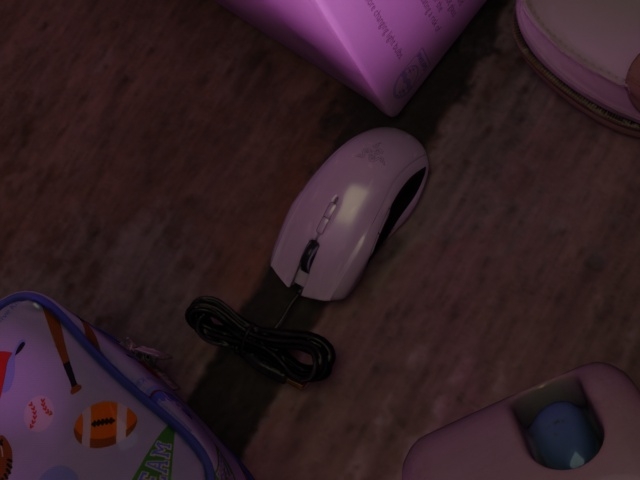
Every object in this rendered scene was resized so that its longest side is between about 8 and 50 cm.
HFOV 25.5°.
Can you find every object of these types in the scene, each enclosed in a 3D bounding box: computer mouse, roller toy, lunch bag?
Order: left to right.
[{"bbox_3d":[-0.195,0.189,0.890,0.243,0.115,0.303,38,85,28],"label":"lunch bag"},{"bbox_3d":[0.000,0.000,0.936,0.106,0.042,0.193,28,81,26],"label":"computer mouse"},{"bbox_3d":[0.144,0.171,0.743,0.146,0.191,0.209,-25,64,6],"label":"roller toy"}]

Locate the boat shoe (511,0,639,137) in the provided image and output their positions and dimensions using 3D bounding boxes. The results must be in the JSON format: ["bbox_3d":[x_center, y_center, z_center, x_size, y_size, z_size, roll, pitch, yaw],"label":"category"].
[{"bbox_3d":[0.247,-0.106,0.864,0.302,0.103,0.113,31,81,25],"label":"boat shoe"}]

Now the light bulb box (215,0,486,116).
[{"bbox_3d":[0.002,-0.348,0.966,0.358,0.225,0.361,36,85,26],"label":"light bulb box"}]
